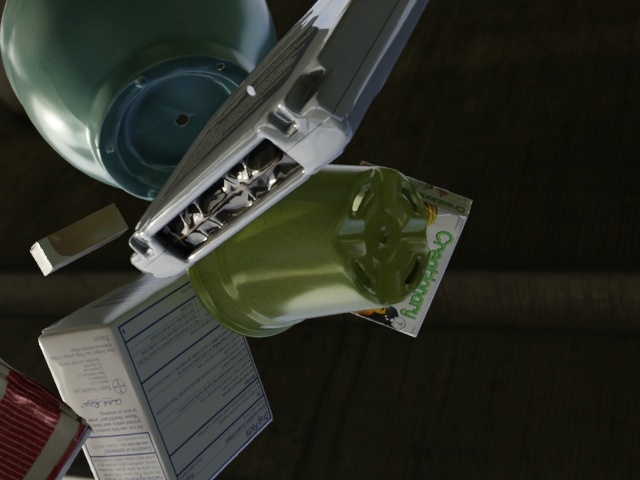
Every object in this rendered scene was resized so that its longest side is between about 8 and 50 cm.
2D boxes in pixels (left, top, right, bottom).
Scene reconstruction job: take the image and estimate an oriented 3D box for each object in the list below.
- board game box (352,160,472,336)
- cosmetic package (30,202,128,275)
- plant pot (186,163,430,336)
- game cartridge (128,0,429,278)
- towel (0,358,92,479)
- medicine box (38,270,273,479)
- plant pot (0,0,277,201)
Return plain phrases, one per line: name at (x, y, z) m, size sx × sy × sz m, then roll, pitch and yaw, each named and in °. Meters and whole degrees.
board game box at (0.120, 0.022, 1.580) m, size 0.193 × 0.305 × 0.053 m, roll 20°, pitch -137°, yaw 5°
cosmetic package at (-0.316, -0.002, 1.209) m, size 0.115 × 0.041 × 0.060 m, roll -31°, pitch -177°, yaw -29°
plant pot at (0.000, 0.000, 1.257) m, size 0.254 × 0.276 × 0.276 m, roll -2°, pitch -136°, yaw 45°
game cartridge at (-0.033, -0.095, 0.688) m, size 0.297 × 0.062 × 0.198 m, roll -32°, pitch -159°, yaw 52°
towel at (-0.471, 0.234, 1.123) m, size 0.329 × 0.037 × 0.237 m, roll 31°, pitch -93°, yaw 11°
medicine box at (-0.232, 0.209, 1.368) m, size 0.149 × 0.289 × 0.263 m, roll -11°, pitch -166°, yaw 31°
plant pot at (-0.164, -0.163, 0.952) m, size 0.293 × 0.293 × 0.196 m, roll -28°, pitch -133°, yaw -3°
